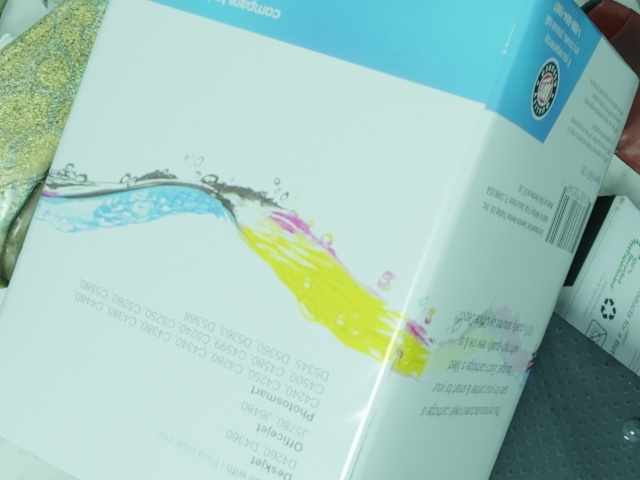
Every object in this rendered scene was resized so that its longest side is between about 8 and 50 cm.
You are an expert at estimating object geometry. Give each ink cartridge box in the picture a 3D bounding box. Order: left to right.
[{"bbox_3d":[0.000,0.000,0.631,0.198,0.197,0.270,17,94,-65],"label":"ink cartridge box"},{"bbox_3d":[0.280,0.147,0.983,0.371,0.069,0.176,42,64,-24],"label":"ink cartridge box"}]

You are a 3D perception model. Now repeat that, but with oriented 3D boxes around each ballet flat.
[{"bbox_3d":[-0.103,-0.129,0.702,0.123,0.123,0.348,48,61,-24],"label":"ballet flat"}]

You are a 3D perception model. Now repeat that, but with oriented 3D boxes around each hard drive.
[{"bbox_3d":[0.097,0.161,0.757,0.172,0.054,0.255,37,62,5],"label":"hard drive"}]

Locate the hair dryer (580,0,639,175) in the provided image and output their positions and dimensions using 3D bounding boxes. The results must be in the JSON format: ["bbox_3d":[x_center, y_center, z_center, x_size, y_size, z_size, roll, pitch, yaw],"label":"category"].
[{"bbox_3d":[0.172,-0.066,0.889,0.293,0.080,0.224,12,72,-17],"label":"hair dryer"}]
